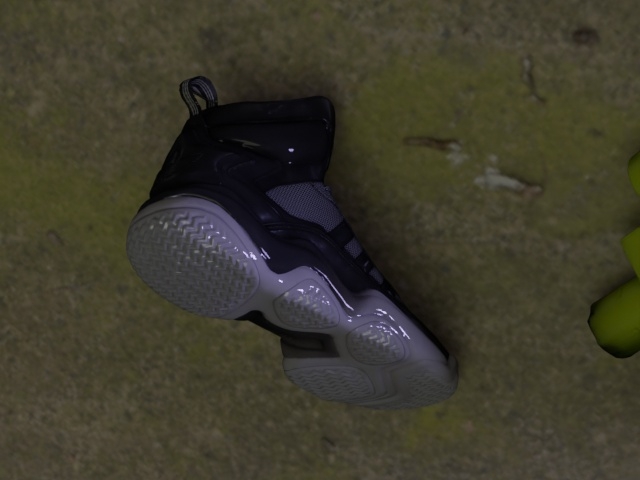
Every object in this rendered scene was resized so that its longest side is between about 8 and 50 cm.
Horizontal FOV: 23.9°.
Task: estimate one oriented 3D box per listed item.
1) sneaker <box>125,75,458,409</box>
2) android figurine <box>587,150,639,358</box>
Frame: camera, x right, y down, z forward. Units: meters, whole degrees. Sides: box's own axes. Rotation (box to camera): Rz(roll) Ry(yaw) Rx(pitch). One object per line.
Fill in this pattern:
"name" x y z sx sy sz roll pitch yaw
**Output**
"sneaker" 0.000 0.000 0.964 0.101 0.153 0.268 -20 139 39
"android figurine" 0.271 0.032 0.853 0.273 0.056 0.248 -39 67 46
